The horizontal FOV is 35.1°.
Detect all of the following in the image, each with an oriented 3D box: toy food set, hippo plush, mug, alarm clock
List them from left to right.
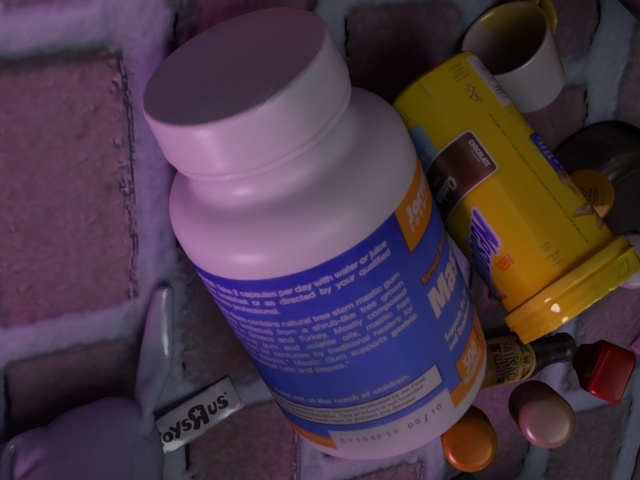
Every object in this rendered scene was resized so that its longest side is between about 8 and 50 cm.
[{"bbox_3d":[-0.136,0.238,0.640,0.294,0.236,0.234,-33,128,-8],"label":"hippo plush"},{"bbox_3d":[0.144,-0.126,0.697,0.078,0.062,0.064,-41,137,6],"label":"mug"},{"bbox_3d":[0.172,0.065,0.757,0.111,0.104,0.232,20,91,3],"label":"toy food set"},{"bbox_3d":[0.215,-0.026,0.795,0.192,0.064,0.129,6,115,-28],"label":"alarm clock"}]

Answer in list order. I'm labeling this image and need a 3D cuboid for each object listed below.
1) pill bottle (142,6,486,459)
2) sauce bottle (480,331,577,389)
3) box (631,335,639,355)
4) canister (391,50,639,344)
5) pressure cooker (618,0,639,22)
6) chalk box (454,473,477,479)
[{"bbox_3d":[0.000,0.000,0.629,0.152,0.152,0.272,-32,129,-9],"label":"pill bottle"},{"bbox_3d":[0.157,0.099,0.846,0.128,0.042,0.042,-10,122,-25],"label":"sauce bottle"},{"bbox_3d":[0.429,0.055,0.915,0.123,0.128,0.257,33,99,-38],"label":"box"},{"bbox_3d":[0.116,-0.026,0.648,0.073,0.170,0.126,-34,170,-7],"label":"canister"},{"bbox_3d":[0.352,-0.229,0.484,0.376,0.420,0.369,-21,116,-4],"label":"pressure cooker"},{"bbox_3d":[0.132,0.348,0.894,0.289,0.179,0.180,-29,127,-12],"label":"chalk box"}]
